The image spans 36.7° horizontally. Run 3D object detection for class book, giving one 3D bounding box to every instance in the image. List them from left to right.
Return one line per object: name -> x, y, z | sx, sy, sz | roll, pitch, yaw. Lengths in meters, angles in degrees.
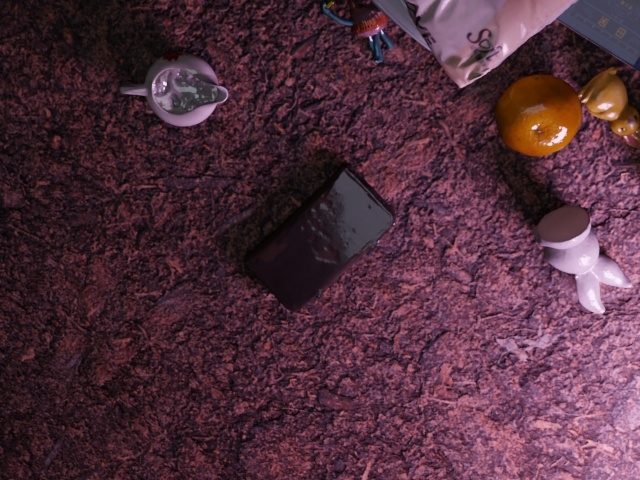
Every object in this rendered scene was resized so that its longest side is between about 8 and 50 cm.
book -> 0.564, -0.456, 1.683 | 0.191, 0.025, 0.269 | 32, 112, -1

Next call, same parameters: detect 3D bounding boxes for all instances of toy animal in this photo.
toy animal -> 0.059, -0.419, 1.761 | 0.103, 0.100, 0.208 | -37, 105, -14
toy animal -> 0.492, 0.032, 1.843 | 0.104, 0.131, 0.220 | -44, 126, -10
toy animal -> 0.545, -0.231, 1.745 | 0.083, 0.070, 0.159 | -41, 102, 19

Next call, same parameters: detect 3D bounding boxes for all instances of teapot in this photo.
teapot -> -0.278, -0.295, 1.874 | 0.226, 0.092, 0.145 | 0, 106, 13

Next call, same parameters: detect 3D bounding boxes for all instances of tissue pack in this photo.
tissue pack -> 0.256, -0.489, 1.585 | 0.390, 0.195, 0.375 | -44, 107, -9

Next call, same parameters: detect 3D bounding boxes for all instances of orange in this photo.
orange -> 0.393, -0.231, 1.746 | 0.155, 0.134, 0.154 | 4, 132, 4

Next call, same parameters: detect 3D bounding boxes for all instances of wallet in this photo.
wallet -> 0.000, 0.000, 1.946 | 0.165, 0.042, 0.309 | 45, 110, -4

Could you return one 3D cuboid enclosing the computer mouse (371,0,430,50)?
computer mouse -> 0.145, -0.449, 1.712 | 0.288, 0.159, 0.097 | 47, 142, -13
